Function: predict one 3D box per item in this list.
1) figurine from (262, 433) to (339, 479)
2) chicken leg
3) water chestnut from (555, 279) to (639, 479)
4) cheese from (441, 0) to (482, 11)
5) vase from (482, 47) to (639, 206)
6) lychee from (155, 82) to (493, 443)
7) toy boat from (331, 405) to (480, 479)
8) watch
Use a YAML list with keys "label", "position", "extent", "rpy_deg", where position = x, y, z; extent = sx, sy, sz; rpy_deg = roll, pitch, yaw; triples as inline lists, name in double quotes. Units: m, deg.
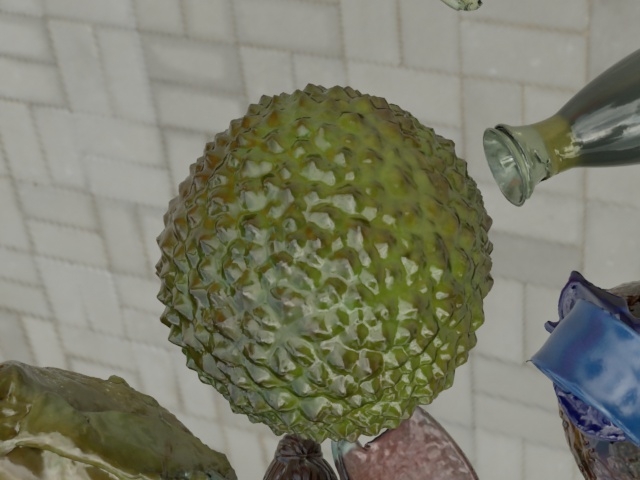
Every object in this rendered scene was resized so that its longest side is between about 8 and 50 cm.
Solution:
- label: "figurine"
  position: [-0.011, 0.384, 1.560]
  extent: [0.187, 0.315, 0.168]
  rpy_deg: [-22, 119, 3]
- label: "chicken leg"
  position: [-0.282, 0.150, 1.103]
  extent: [0.429, 0.153, 0.201]
  rpy_deg: [34, 177, -28]
- label: "water chestnut"
  position: [0.496, 0.209, 1.767]
  extent: [0.302, 0.350, 0.350]
  rpy_deg: [-17, 116, 43]
- label: "cheese"
  position: [0.080, -0.342, 1.358]
  extent: [0.235, 0.050, 0.127]
  rpy_deg: [31, 142, 17]
- label: "vase"
  position: [0.394, -0.161, 1.776]
  extent: [0.173, 0.321, 0.173]
  rpy_deg: [158, 90, -79]
- label: "lychee"
  position: [0.004, 0.008, 1.001]
  extent: [0.270, 0.320, 0.270]
  rpy_deg: [-9, 158, -4]
- label: "toy boat"
  position: [0.113, 0.310, 1.569]
  extent: [0.227, 0.155, 0.085]
  rpy_deg: [54, 163, 16]
- label: "watch"
  position: [0.333, 0.143, 1.468]
  extent: [0.196, 0.171, 0.200]
  rpy_deg: [29, 178, 17]
